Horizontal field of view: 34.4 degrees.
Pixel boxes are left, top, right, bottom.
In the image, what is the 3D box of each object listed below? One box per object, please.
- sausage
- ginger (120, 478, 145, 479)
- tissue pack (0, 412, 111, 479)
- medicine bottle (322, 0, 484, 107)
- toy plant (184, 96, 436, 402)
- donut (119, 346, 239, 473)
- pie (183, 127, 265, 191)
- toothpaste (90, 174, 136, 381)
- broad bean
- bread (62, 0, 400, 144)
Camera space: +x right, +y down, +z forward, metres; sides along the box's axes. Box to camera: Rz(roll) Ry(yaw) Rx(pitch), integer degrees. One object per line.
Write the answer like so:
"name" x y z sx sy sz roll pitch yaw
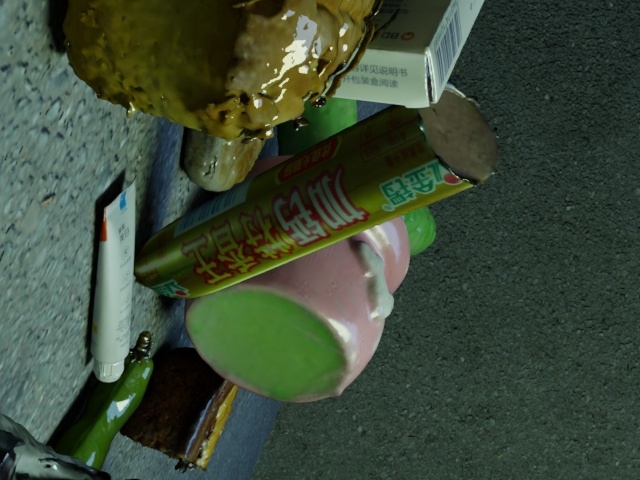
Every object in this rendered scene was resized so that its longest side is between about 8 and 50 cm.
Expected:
"sausage" -0.035 -0.019 0.779 0.371 0.082 0.082 -24 -151 43
"ginger" -0.173 0.312 0.964 0.321 0.165 0.172 90 6 -61
"tissue pack" -0.224 0.246 0.521 0.245 0.123 0.332 97 15 -75
"medicine bottle" 0.002 -0.168 0.684 0.052 0.201 0.171 78 29 -46
"toy plant" 0.002 0.003 1.095 0.317 0.211 0.356 56 30 -32
"donut" -0.147 0.181 1.120 0.217 0.085 0.141 95 17 -72
"pie" -0.066 -0.137 0.917 0.195 0.046 0.195 23 90 -82
"toothpaste" -0.159 0.037 0.795 0.048 0.031 0.190 -56 163 -50
"broad bean" -0.201 0.182 0.837 0.254 0.046 0.065 -62 -178 -39
"bread" -0.034 -0.187 0.571 0.147 0.160 0.260 89 25 -52
